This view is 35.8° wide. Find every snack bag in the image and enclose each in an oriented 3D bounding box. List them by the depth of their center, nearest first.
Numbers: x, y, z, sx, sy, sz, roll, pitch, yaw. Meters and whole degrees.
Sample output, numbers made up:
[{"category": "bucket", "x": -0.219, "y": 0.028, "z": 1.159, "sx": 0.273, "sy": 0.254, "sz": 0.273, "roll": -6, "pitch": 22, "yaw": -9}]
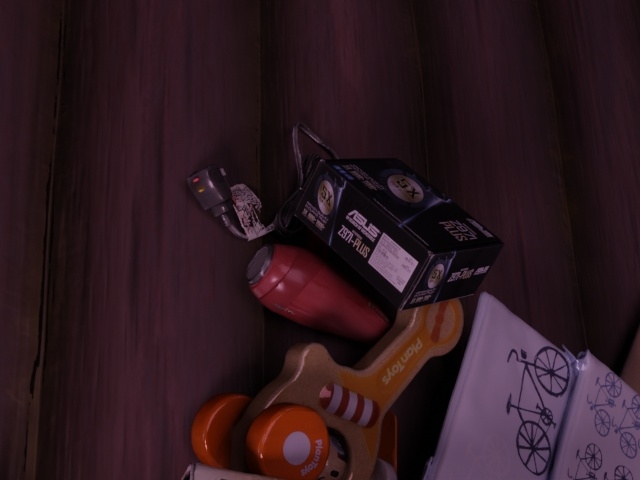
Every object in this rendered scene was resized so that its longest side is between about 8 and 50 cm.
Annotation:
[{"category": "snack bag", "x": 0.274, "y": 0.254, "z": 1.144, "sx": 0.342, "sy": 0.037, "sz": 0.323, "roll": 38, "pitch": 50, "yaw": -16}]

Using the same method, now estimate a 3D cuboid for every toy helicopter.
[{"category": "toy helicopter", "x": 0.051, "y": 0.187, "z": 1.074, "sx": 0.355, "sy": 0.140, "sz": 0.235, "roll": -44, "pitch": 112, "yaw": -29}]

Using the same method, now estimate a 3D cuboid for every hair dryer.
[{"category": "hair dryer", "x": 0.000, "y": 0.000, "z": 1.161, "sx": 0.224, "sy": 0.080, "sz": 0.293, "roll": -26, "pitch": 85, "yaw": -37}]

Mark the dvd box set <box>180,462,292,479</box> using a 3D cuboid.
[{"category": "dvd box set", "x": 0.069, "y": 0.374, "z": 0.854, "sx": 0.421, "sy": 0.062, "sz": 0.307, "roll": 13, "pitch": 51, "yaw": -15}]

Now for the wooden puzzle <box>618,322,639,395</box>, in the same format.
[{"category": "wooden puzzle", "x": 0.549, "y": 0.278, "z": 1.386, "sx": 0.348, "sy": 0.080, "sz": 0.322, "roll": 39, "pitch": 55, "yaw": -6}]

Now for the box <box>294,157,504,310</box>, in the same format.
[{"category": "box", "x": 0.088, "y": -0.013, "z": 1.109, "sx": 0.147, "sy": 0.077, "sz": 0.180, "roll": -6, "pitch": 40, "yaw": -49}]
